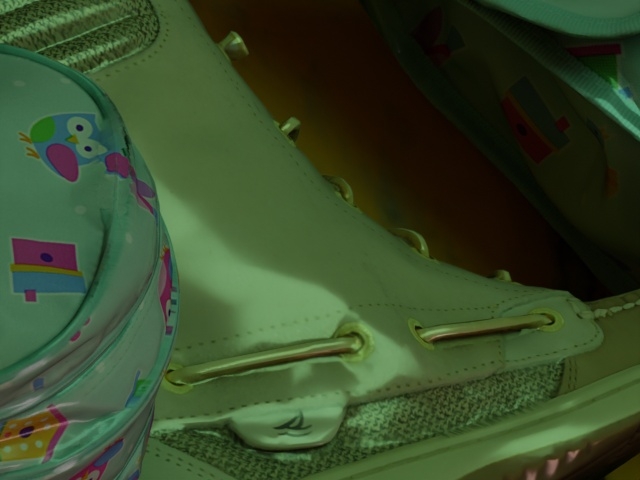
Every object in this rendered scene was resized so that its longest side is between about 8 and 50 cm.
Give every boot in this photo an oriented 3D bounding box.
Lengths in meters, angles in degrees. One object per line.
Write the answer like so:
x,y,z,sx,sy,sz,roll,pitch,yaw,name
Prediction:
0.000,0.000,0.572,0.262,0.095,0.203,-17,68,-39,boot

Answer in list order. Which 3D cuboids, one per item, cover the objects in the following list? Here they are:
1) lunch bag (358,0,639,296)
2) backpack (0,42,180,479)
0.160,-0.092,0.677,0.262,0.160,0.223,44,76,0,lunch bag
-0.122,0.021,0.405,0.182,0.115,0.152,5,55,-6,backpack
